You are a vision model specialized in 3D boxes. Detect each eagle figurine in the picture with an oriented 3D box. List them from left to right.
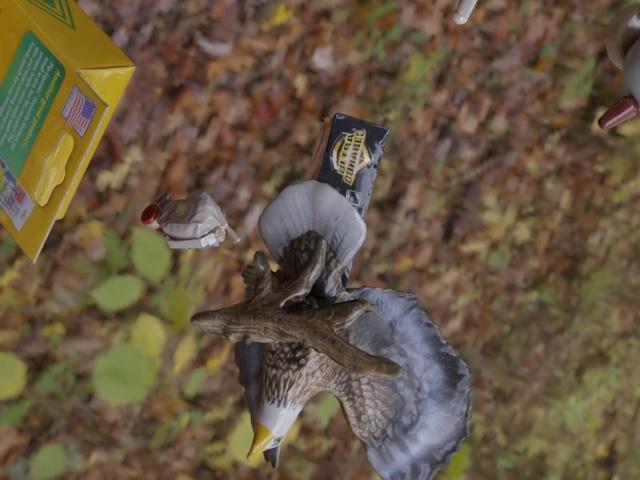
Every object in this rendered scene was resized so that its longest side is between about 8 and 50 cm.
[{"bbox_3d":[-0.005,0.111,1.411,0.225,0.226,0.298,-34,155,5],"label":"eagle figurine"}]

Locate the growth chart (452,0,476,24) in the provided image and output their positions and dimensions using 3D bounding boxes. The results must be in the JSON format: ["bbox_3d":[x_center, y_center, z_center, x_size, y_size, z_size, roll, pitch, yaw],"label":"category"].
[{"bbox_3d":[0.137,-0.333,1.492,0.172,0.021,0.237,104,-20,-58],"label":"growth chart"}]

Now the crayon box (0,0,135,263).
[{"bbox_3d":[-0.313,-0.161,1.542,0.083,0.323,0.203,-12,142,-49],"label":"crayon box"}]

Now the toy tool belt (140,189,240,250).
[{"bbox_3d":[-0.108,-0.010,1.286,0.051,0.083,0.052,41,62,-35],"label":"toy tool belt"}]

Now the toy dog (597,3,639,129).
[{"bbox_3d":[0.441,-0.122,1.763,0.161,0.333,0.220,-49,-179,0],"label":"toy dog"}]

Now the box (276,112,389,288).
[{"bbox_3d":[0.000,0.000,1.807,0.295,0.073,0.293,-130,-126,-84],"label":"box"}]
